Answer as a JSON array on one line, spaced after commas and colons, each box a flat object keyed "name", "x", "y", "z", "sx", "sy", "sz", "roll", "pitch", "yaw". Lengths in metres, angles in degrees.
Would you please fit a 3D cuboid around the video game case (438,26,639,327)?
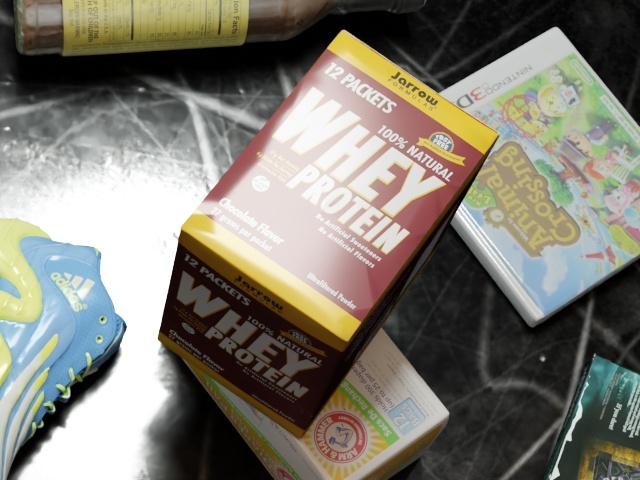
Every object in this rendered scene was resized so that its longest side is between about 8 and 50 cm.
[{"name": "video game case", "x": 0.190, "y": -0.059, "z": 1.429, "sx": 0.193, "sy": 0.023, "sz": 0.212, "roll": -31, "pitch": 75, "yaw": -21}]

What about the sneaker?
[{"name": "sneaker", "x": -0.208, "y": 0.093, "z": 1.255, "sx": 0.126, "sy": 0.091, "sz": 0.240, "roll": 5, "pitch": 64, "yaw": -8}]

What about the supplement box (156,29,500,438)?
[{"name": "supplement box", "x": 0.000, "y": 0.000, "z": 1.159, "sx": 0.129, "sy": 0.194, "sz": 0.191, "roll": 34, "pitch": 64, "yaw": 6}]

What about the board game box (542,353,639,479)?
[{"name": "board game box", "x": 0.239, "y": 0.196, "z": 1.321, "sx": 0.126, "sy": 0.026, "sz": 0.186, "roll": 25, "pitch": 64, "yaw": 2}]

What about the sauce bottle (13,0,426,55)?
[{"name": "sauce bottle", "x": -0.084, "y": -0.216, "z": 1.407, "sx": 0.344, "sy": 0.111, "sz": 0.111, "roll": -5, "pitch": 67, "yaw": -14}]

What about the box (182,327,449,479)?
[{"name": "box", "x": -0.014, "y": 0.100, "z": 1.278, "sx": 0.114, "sy": 0.103, "sz": 0.203, "roll": -34, "pitch": 75, "yaw": -22}]
